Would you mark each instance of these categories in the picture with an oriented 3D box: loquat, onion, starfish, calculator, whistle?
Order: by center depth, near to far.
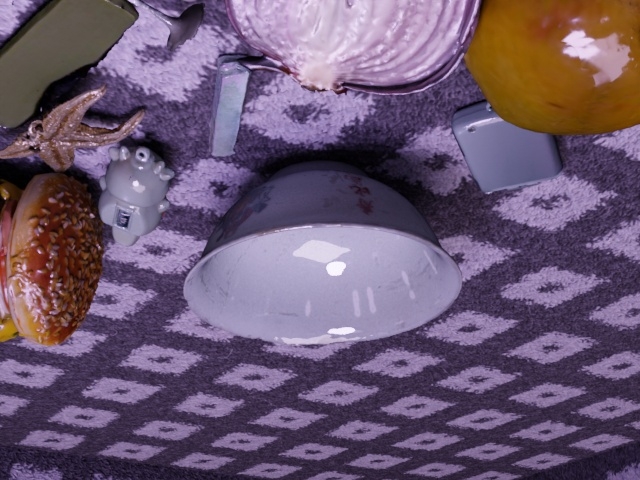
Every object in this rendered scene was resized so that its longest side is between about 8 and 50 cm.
[{"bbox_3d":[0.057,-0.321,0.957,0.267,0.159,0.348,19,132,-12],"label":"onion"},{"bbox_3d":[0.285,-0.236,1.027,0.276,0.276,0.284,19,149,-34],"label":"loquat"},{"bbox_3d":[-0.345,-0.146,1.326,0.247,0.050,0.138,-21,165,35],"label":"starfish"},{"bbox_3d":[0.283,-0.142,1.416,0.141,0.045,0.246,-12,150,18],"label":"calculator"},{"bbox_3d":[-0.286,-0.067,1.457,0.106,0.102,0.253,-35,163,-34],"label":"whistle"}]

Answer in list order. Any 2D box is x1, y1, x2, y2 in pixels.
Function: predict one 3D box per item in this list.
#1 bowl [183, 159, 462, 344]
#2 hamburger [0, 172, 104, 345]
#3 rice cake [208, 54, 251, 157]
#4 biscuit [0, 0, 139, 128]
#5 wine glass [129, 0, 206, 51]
[{"bbox_3d":[0.000,0.000,1.503,0.435,0.196,0.435,-2,151,-1],"label":"bowl"},{"bbox_3d":[-0.457,0.026,1.445,0.225,0.291,0.291,2,152,4],"label":"hamburger"},{"bbox_3d":[-0.131,-0.183,1.322,0.043,0.034,0.211,-4,153,-14],"label":"rice cake"},{"bbox_3d":[-0.354,-0.232,1.210,0.099,0.038,0.322,25,142,-36],"label":"biscuit"},{"bbox_3d":[-0.255,-0.301,1.051,0.262,0.074,0.074,27,141,-34],"label":"wine glass"}]
